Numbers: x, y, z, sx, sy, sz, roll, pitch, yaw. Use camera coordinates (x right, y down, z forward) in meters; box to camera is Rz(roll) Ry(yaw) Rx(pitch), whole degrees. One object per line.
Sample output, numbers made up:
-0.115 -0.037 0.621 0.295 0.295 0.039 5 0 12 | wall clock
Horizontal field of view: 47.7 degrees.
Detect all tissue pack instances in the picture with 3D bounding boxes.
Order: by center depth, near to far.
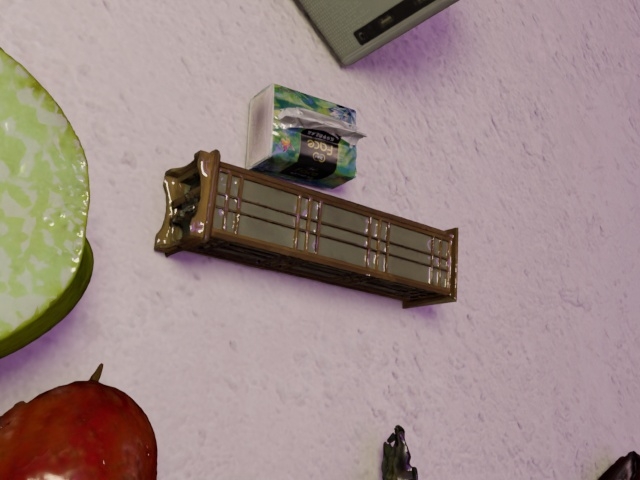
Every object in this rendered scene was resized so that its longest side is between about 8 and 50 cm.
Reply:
-0.013 -0.111 0.769 0.111 0.079 0.085 12 71 -34 | tissue pack

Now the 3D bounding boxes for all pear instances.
-0.287 -0.020 0.498 0.292 0.159 0.293 7 79 -36 | pear

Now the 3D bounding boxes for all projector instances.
0.080 -0.329 0.788 0.177 0.242 0.163 51 57 -17 | projector

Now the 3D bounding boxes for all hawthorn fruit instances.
-0.188 0.168 0.539 0.148 0.148 0.172 32 55 -27 | hawthorn fruit

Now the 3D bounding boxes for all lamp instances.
0.000 0.000 0.747 0.325 0.089 0.090 16 71 -32 | lamp

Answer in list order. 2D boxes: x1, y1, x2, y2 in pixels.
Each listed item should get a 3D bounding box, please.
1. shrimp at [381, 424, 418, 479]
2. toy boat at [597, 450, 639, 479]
0.138 0.406 0.760 0.272 0.085 0.445 -10 88 -43 | shrimp
0.391 0.371 0.938 0.223 0.100 0.097 -36 92 -34 | toy boat
